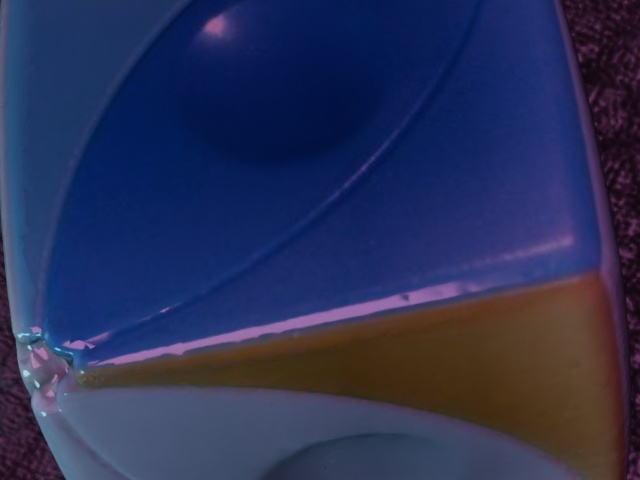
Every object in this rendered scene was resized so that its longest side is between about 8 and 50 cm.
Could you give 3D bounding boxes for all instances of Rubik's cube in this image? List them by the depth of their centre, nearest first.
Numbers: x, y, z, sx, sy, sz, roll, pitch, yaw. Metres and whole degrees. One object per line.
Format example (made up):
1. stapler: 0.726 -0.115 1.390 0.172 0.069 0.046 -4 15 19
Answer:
1. Rubik's cube: 0.000 0.000 1.167 0.352 0.347 0.351 -12 57 1
